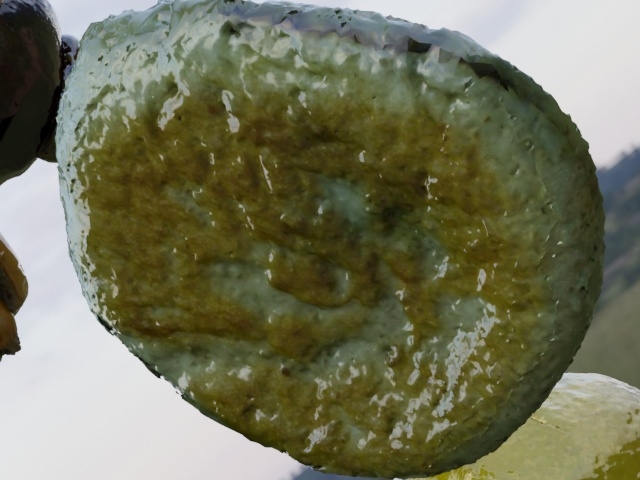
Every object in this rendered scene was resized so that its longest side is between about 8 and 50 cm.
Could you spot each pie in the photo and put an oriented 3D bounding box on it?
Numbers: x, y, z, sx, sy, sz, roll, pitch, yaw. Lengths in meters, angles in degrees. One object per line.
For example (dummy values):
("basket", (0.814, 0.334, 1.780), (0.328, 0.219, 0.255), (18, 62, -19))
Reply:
("pie", (0.000, 0.000, 1.029), (0.323, 0.323, 0.070), (-42, 9, 42))

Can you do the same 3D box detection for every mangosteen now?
("mangosteen", (-0.304, -0.134, 1.717), (0.216, 0.216, 0.216), (-37, -6, -4))

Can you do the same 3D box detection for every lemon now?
("lemon", (0.200, 0.256, 1.681), (0.297, 0.297, 0.297), (-37, -6, -4))

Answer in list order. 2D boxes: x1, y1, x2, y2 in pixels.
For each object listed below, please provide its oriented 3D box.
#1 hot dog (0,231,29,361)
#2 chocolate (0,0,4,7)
("hot dog", (-0.283, -0.016, 1.257), (0.104, 0.250, 0.076), (-46, 5, -18))
("chocolate", (-0.368, -0.295, 1.466), (0.210, 0.340, 0.225), (-55, 2, 3))
